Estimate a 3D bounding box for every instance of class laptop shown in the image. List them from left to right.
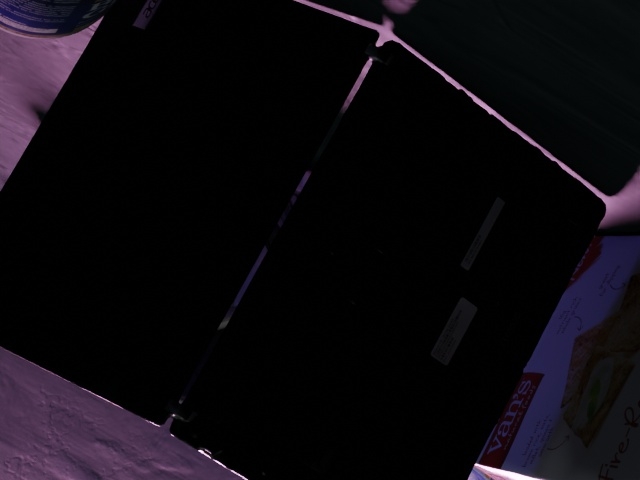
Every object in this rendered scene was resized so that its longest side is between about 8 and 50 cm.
[{"bbox_3d":[-0.022,0.009,1.024,0.264,0.234,0.136,34,168,-26],"label":"laptop"}]

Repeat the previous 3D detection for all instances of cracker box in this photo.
[{"bbox_3d":[0.188,0.077,1.018,0.067,0.156,0.232,33,167,-19],"label":"cracker box"}]

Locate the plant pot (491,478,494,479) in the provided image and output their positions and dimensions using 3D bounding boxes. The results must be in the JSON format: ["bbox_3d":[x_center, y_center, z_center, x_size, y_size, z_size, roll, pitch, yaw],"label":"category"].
[{"bbox_3d":[0.232,0.254,1.369,0.290,0.195,0.290,26,-174,-3],"label":"plant pot"}]

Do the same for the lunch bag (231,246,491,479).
[{"bbox_3d":[0.022,0.089,1.561,0.303,0.115,0.243,34,165,-21],"label":"lunch bag"}]

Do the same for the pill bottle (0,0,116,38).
[{"bbox_3d":[-0.123,-0.155,0.906,0.094,0.094,0.169,31,168,-11],"label":"pill bottle"}]

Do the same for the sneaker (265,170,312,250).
[{"bbox_3d":[0.000,0.000,1.315,0.170,0.075,0.063,25,167,5],"label":"sneaker"}]

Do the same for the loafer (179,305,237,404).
[{"bbox_3d":[0.018,0.088,1.331,0.319,0.112,0.111,-8,174,25],"label":"loafer"}]
